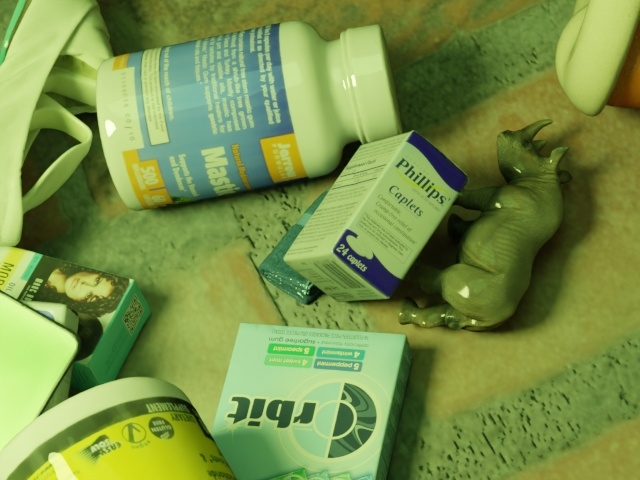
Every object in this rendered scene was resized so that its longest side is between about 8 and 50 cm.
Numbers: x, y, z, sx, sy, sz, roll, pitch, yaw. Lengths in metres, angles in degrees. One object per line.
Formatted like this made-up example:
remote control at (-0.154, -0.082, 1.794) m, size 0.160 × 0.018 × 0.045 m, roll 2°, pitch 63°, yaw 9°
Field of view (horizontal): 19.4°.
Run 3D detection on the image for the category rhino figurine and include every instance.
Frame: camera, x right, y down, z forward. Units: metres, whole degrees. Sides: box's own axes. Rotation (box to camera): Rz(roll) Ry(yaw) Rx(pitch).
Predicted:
rhino figurine at (0.163, -0.016, 1.697) m, size 0.106 × 0.073 × 0.243 m, roll 15°, pitch 59°, yaw 26°

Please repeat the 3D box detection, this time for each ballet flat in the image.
ballet flat at (-0.276, -0.138, 1.850) m, size 0.139 × 0.139 × 0.400 m, roll 6°, pitch 47°, yaw 17°

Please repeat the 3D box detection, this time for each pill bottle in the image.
pill bottle at (-0.115, 0.288, 1.469) m, size 0.188 × 0.188 × 0.334 m, roll -30°, pitch 63°, yaw -8°
pill bottle at (-0.065, -0.124, 1.775) m, size 0.272 × 0.152 × 0.152 m, roll -10°, pitch 54°, yaw 6°

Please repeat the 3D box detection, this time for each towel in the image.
towel at (0.000, 0.000, 1.749) m, size 0.067 × 0.029 × 0.119 m, roll 29°, pitch 67°, yaw 29°

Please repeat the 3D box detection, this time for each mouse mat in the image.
mouse mat at (-0.313, 0.131, 1.616) m, size 0.153 × 0.007 × 0.189 m, roll 28°, pitch 83°, yaw 14°

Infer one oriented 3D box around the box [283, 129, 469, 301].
box at (0.049, -0.019, 1.666) m, size 0.072 × 0.126 × 0.137 m, roll 38°, pitch 75°, yaw -15°

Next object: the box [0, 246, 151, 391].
box at (-0.291, 0.063, 1.755) m, size 0.244 × 0.060 × 0.100 m, roll 14°, pitch 60°, yaw 22°

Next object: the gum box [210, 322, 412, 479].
gum box at (-0.013, 0.164, 1.631) m, size 0.157 × 0.041 × 0.184 m, roll 3°, pitch 56°, yaw 16°

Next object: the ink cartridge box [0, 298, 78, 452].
ink cartridge box at (-0.382, 0.195, 1.648) m, size 0.304 × 0.072 × 0.307 m, roll 5°, pitch 79°, yaw 10°

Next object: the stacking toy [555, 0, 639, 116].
stacking toy at (0.477, -0.232, 1.677) m, size 0.480 × 0.350 × 0.350 m, roll 15°, pitch 59°, yaw 3°
